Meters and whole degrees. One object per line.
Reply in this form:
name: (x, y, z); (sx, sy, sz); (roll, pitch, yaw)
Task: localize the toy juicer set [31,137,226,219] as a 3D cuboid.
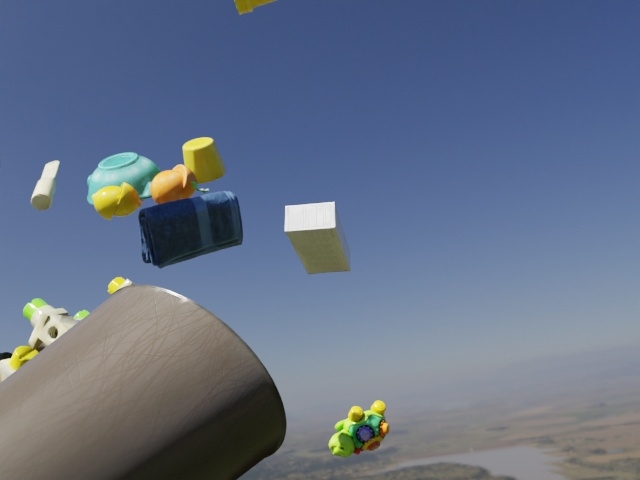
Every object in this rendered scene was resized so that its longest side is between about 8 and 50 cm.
toy juicer set: (-0.329, -0.076, 1.000); (0.329, 0.089, 0.209); (-5, 29, 9)

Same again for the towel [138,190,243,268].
towel: (-0.139, -0.015, 0.680); (0.119, 0.067, 0.029); (-17, 18, -40)

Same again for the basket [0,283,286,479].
basket: (-0.169, 0.155, 0.441); (0.204, 0.154, 0.227); (26, 34, 20)

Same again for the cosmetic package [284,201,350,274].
cosmetic package: (0.000, 0.000, 1.261); (0.099, 0.060, 0.239); (-3, -23, 9)

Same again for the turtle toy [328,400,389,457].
turtle toy: (0.069, 0.344, 1.097); (0.130, 0.066, 0.095); (-5, -45, -31)

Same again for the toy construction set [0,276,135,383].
toy construction set: (-0.347, 0.212, 0.823); (0.151, 0.327, 0.215); (18, 8, 21)

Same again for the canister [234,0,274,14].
canister: (-0.065, -0.439, 0.958); (0.170, 0.126, 0.073); (-17, 20, 1)
